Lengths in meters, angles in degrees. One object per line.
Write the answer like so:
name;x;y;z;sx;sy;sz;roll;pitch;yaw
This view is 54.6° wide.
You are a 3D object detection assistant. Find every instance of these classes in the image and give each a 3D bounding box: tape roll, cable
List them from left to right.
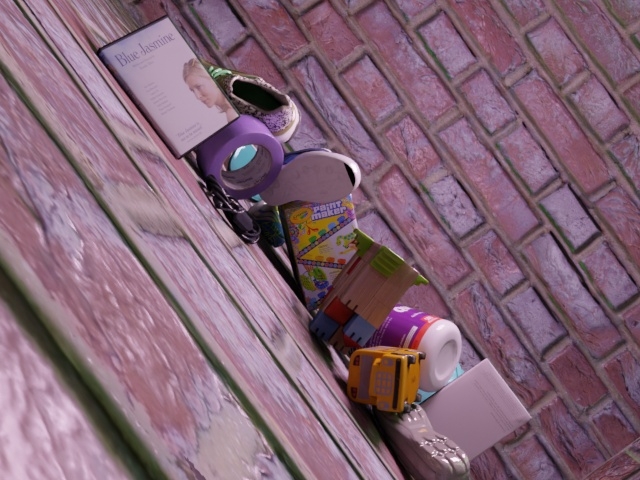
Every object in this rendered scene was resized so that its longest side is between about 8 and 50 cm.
cable;-0.192;-0.065;1.343;0.150;0.047;0.184;48;0;33
tape roll;-0.187;-0.191;1.442;0.080;0.189;0.189;53;0;38

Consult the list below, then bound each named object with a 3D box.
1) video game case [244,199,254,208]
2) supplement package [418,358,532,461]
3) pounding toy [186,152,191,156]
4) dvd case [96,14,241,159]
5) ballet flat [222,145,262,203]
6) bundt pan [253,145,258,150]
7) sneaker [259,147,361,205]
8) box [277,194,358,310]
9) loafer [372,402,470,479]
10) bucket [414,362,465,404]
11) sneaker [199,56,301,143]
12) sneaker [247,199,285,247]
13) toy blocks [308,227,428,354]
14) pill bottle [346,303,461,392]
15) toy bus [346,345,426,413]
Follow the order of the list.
video game case;-0.199;-0.070;2.110;0.157;0.019;0.143;53;1;-39
supplement package;0.346;0.452;1.556;0.175;0.293;0.177;55;1;17
pounding toy;-0.334;-0.325;1.344;0.183;0.110;0.237;55;1;41
dvd case;-0.295;-0.310;1.242;0.253;0.180;0.022;54;-35;-12
ballet flat;-0.277;-0.254;1.720;0.139;0.139;0.400;54;2;43
bundt pan;-0.302;-0.357;1.862;0.331;0.124;0.331;34;-17;12
sneaker;0.015;-0.184;1.552;0.323;0.236;0.130;-8;-69;43
box;0.000;0.000;1.697;0.290;0.177;0.279;-126;-157;-75
loafer;0.190;0.419;1.266;0.319;0.112;0.111;-142;-126;-68
bucket;0.346;0.481;1.894;0.183;0.281;0.281;49;-2;35
sneaker;-0.234;-0.367;1.467;0.411;0.157;0.182;17;-12;-6
sneaker;-0.142;-0.050;1.838;0.126;0.091;0.240;55;0;7
toy blocks;0.080;0.133;1.395;0.191;0.260;0.381;37;1;-4
pill bottle;0.181;0.250;1.583;0.323;0.181;0.181;16;-25;39
toy bus;0.141;0.277;1.281;0.333;0.130;0.108;27;69;-73
